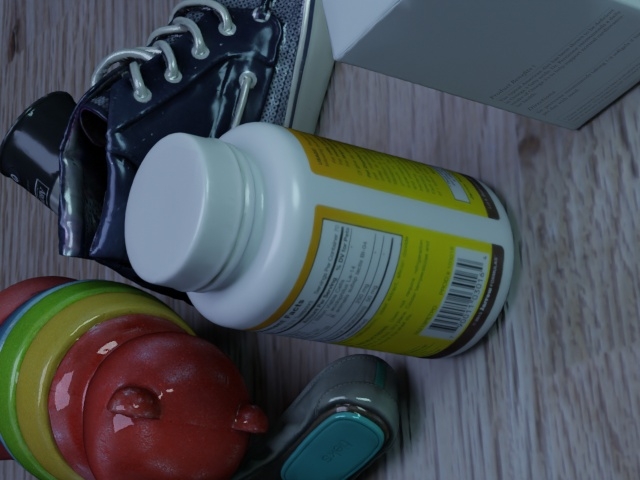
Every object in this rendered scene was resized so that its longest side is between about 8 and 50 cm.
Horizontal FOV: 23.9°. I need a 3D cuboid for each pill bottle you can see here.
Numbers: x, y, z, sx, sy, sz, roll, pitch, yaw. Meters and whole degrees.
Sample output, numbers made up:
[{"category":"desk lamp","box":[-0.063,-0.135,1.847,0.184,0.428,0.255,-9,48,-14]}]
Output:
[{"category":"pill bottle","box":[0.000,0.000,0.873,0.117,0.215,0.117,-20,65,49]}]

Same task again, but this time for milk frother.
[{"category":"milk frother","box":[-0.156,-0.063,1.210,0.134,0.129,0.143,39,82,14]}]

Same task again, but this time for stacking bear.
[{"category":"stacking bear","box":[-0.143,0.111,1.045,0.289,0.175,0.164,5,78,61]}]

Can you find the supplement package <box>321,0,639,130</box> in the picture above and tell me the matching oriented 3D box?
[{"category":"supplement package","box":[0.097,-0.144,0.813,0.105,0.179,0.105,-38,52,41]}]

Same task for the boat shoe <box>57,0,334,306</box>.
[{"category":"boat shoe","box":[-0.087,-0.122,1.071,0.127,0.158,0.341,-2,79,53]}]

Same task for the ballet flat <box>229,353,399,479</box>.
[{"category":"ballet flat","box":[-0.017,0.149,0.995,0.213,0.072,0.068,-47,19,35]}]
